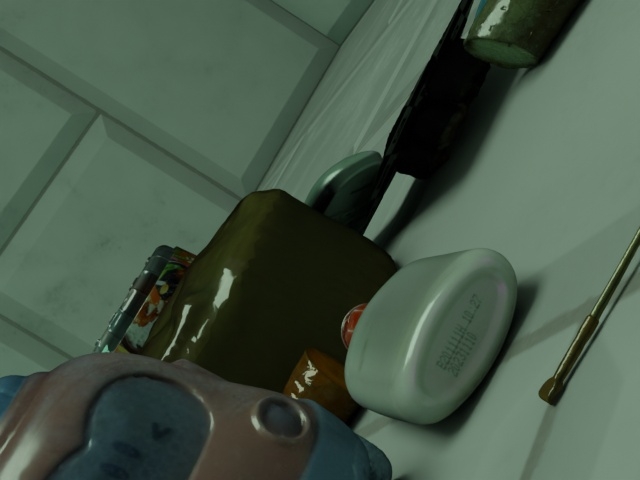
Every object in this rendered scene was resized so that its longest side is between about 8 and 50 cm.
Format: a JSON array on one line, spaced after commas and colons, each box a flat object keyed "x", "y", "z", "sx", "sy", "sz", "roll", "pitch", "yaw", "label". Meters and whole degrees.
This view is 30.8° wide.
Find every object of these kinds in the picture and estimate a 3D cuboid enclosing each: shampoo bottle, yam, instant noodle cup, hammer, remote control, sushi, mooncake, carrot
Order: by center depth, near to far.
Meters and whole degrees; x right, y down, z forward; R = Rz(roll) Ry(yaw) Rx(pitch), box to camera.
[{"x": 0.133, "y": 0.020, "z": 0.528, "sx": 0.123, "sy": 0.014, "sz": 0.029, "roll": -61, "pitch": -1, "yaw": -1, "label": "hammer"}, {"x": 0.055, "y": 0.058, "z": 0.726, "sx": 0.108, "sy": 0.051, "sz": 0.221, "roll": -61, "pitch": 8, "yaw": -9, "label": "shampoo bottle"}, {"x": -0.041, "y": 0.188, "z": 0.852, "sx": 0.224, "sy": 0.057, "sz": 0.057, "roll": -60, "pitch": 7, "yaw": 6, "label": "carrot"}, {"x": 0.178, "y": -0.204, "z": 0.940, "sx": 0.146, "sy": 0.069, "sz": 0.070, "roll": -58, "pitch": 7, "yaw": 11, "label": "yam"}, {"x": -0.069, "y": 0.096, "z": 1.005, "sx": 0.284, "sy": 0.155, "sz": 0.284, "roll": -56, "pitch": 9, "yaw": 14, "label": "mooncake"}, {"x": 0.116, "y": -0.122, "z": 1.075, "sx": 0.231, "sy": 0.047, "sz": 0.220, "roll": -61, "pitch": -7, "yaw": -24, "label": "sushi"}, {"x": 0.001, "y": 0.002, "z": 1.156, "sx": 0.097, "sy": 0.045, "sz": 0.256, "roll": -25, "pitch": -29, "yaw": -38, "label": "remote control"}, {"x": -0.172, "y": 0.122, "z": 1.453, "sx": 0.258, "sy": 0.181, "sz": 0.302, "roll": -59, "pitch": 7, "yaw": -1, "label": "instant noodle cup"}]

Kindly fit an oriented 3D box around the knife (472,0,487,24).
[{"x": 0.202, "y": -0.293, "z": 1.294, "sx": 0.064, "sy": 0.031, "sz": 0.222, "roll": -46, "pitch": 14, "yaw": 43, "label": "knife"}]

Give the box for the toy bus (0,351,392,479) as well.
[{"x": -0.117, "y": 0.178, "z": 0.661, "sx": 0.294, "sy": 0.231, "sz": 0.197, "roll": -49, "pitch": 12, "yaw": 55, "label": "toy bus"}]
